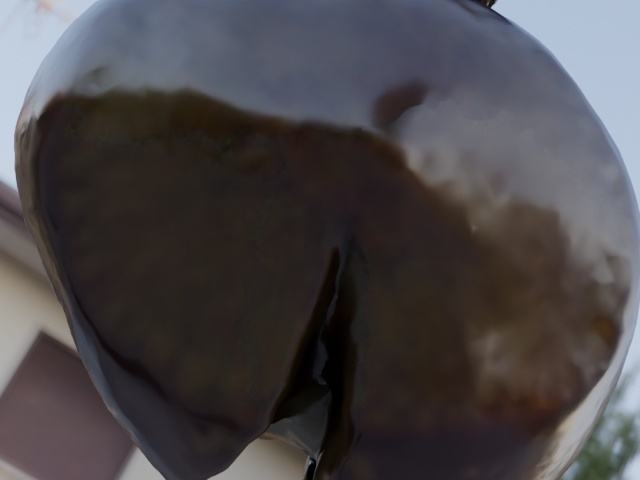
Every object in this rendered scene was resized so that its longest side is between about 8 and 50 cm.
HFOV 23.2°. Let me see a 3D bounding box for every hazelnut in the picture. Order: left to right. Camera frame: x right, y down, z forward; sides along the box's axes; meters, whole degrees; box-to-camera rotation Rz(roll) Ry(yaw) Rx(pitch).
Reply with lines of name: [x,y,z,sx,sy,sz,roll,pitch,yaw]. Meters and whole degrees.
hazelnut: [0.000,0.000,0.608,0.251,0.217,0.217,36,-26,1]

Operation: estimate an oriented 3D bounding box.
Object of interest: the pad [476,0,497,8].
pad: [0.057,-0.209,0.816,0.022,0.233,0.174,15,-48,-36]
